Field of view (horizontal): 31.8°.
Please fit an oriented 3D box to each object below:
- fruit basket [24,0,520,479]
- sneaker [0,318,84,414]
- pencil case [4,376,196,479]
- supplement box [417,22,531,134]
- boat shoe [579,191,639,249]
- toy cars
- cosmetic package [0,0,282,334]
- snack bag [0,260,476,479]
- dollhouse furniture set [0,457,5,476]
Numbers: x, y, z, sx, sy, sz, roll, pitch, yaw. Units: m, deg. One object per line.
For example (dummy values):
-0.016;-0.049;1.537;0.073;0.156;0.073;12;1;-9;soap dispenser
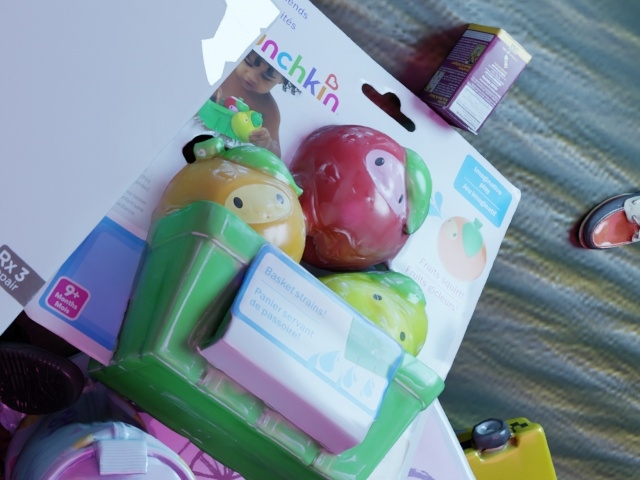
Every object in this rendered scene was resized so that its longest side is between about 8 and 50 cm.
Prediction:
0.000;0.000;0.852;0.327;0.165;0.353;40;65;-21;fruit basket
-0.230;0.082;0.808;0.170;0.089;0.051;0;109;20;sneaker
-0.153;0.170;0.769;0.114;0.273;0.124;19;85;-16;pencil case
0.132;-0.139;0.961;0.043;0.055;0.083;36;91;-28;supplement box
0.314;-0.022;1.082;0.137;0.043;0.049;-19;114;-15;boat shoe
0.065;0.311;1.059;0.176;0.087;0.393;30;97;-17;toy cars
-0.233;-0.094;0.714;0.385;0.156;0.217;-52;125;-15;cosmetic package
-0.052;0.196;0.942;0.343;0.037;0.323;-26;93;-12;snack bag
-0.363;0.172;0.847;0.182;0.101;0.161;-37;92;-8;dollhouse furniture set
